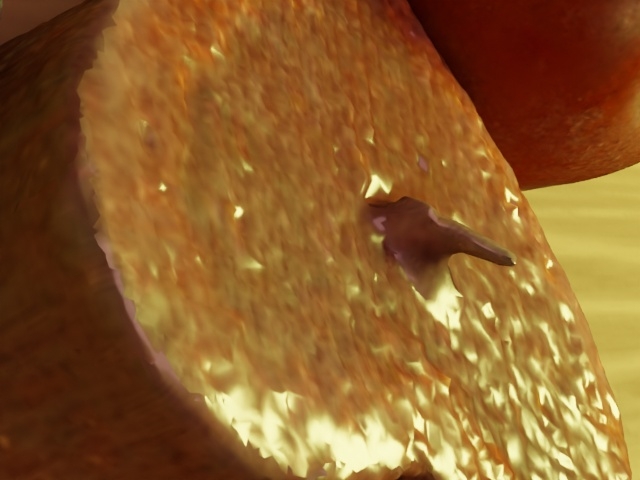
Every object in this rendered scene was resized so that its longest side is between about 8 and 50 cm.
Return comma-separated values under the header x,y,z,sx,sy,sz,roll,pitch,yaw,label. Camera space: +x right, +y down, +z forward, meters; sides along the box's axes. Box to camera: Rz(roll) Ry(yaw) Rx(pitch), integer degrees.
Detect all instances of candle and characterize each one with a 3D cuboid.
x,y,z,sx,sy,sz,roll,pitch,yaw,label
0.000,0.000,0.632,0.317,0.131,0.287,34,40,-41,candle

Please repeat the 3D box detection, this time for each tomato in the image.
x,y,z,sx,sy,sz,roll,pitch,yaw,label
0.090,-0.131,0.770,0.188,0.232,0.232,-30,94,-50,tomato

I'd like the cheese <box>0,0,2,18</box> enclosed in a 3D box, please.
x,y,z,sx,sy,sz,roll,pitch,yaw,label
-0.144,-0.157,0.561,0.050,0.127,0.235,-17,68,-22,cheese
